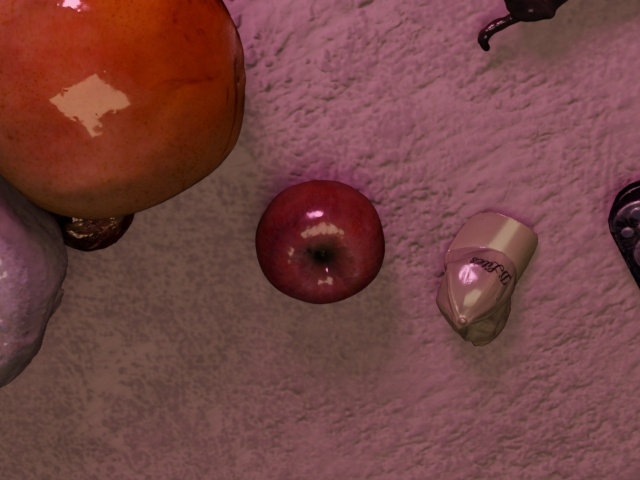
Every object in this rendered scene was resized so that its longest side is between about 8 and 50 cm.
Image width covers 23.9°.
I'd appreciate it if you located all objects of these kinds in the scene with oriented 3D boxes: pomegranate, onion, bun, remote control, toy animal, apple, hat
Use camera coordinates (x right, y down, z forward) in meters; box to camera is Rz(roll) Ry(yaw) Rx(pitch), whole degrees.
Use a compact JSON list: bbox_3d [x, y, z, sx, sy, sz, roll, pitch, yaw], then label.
[{"bbox_3d":[-0.238,-0.174,1.580,0.319,0.319,0.319,0,118,-1],"label":"pomegranate"},{"bbox_3d":[-0.267,-0.038,1.762,0.107,0.097,0.107,-28,140,-26],"label":"onion"},{"bbox_3d":[-0.452,0.019,1.720,0.355,0.194,0.354,7,120,12],"label":"bun"},{"bbox_3d":[0.425,0.036,1.831,0.090,0.066,0.266,-18,122,24],"label":"remote control"},{"bbox_3d":[0.250,-0.296,1.633,0.233,0.084,0.148,-37,114,13],"label":"toy animal"},{"bbox_3d":[0.000,0.000,1.767,0.153,0.120,0.153,-3,123,-4],"label":"apple"},{"bbox_3d":[0.204,0.051,1.826,0.122,0.081,0.166,31,104,-18],"label":"hat"}]
